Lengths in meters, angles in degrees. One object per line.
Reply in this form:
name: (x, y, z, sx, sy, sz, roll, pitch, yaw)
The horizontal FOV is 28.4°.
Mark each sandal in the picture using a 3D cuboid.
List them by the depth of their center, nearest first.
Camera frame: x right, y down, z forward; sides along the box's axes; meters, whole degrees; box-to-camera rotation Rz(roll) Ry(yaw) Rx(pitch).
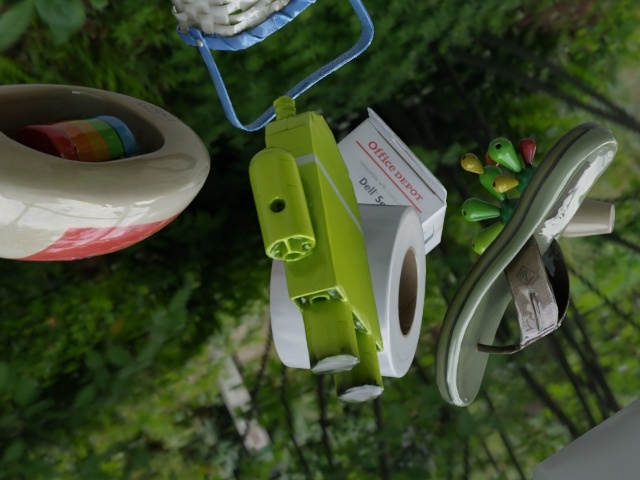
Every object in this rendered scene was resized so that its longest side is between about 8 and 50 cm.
sandal: (0.198, 0.034, 1.175, 0.303, 0.086, 0.120, -61, 159, 17)

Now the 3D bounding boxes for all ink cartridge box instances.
ink cartridge box: (0.107, -0.074, 2.179, 0.119, 0.207, 0.353, -40, 167, -7)

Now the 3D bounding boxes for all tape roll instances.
tape roll: (0.045, 0.067, 1.802, 0.169, 0.246, 0.246, 4, 179, 17)

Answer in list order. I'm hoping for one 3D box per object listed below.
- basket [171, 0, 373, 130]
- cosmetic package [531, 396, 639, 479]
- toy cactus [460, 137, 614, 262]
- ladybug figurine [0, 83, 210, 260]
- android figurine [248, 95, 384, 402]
basket: (-0.068, -0.325, 1.690, 0.254, 0.289, 0.201, -39, -151, -22)
cosmetic package: (0.453, 0.285, 1.535, 0.197, 0.155, 0.365, 20, 134, -26)
toy cactus: (0.261, -0.033, 1.514, 0.180, 0.219, 0.112, 4, -149, 22)
ladybug figurine: (-0.326, -0.084, 1.629, 0.449, 0.305, 0.162, -14, 132, -54)
android figurine: (0.000, 0.000, 1.119, 0.056, 0.273, 0.248, -16, 155, 10)
